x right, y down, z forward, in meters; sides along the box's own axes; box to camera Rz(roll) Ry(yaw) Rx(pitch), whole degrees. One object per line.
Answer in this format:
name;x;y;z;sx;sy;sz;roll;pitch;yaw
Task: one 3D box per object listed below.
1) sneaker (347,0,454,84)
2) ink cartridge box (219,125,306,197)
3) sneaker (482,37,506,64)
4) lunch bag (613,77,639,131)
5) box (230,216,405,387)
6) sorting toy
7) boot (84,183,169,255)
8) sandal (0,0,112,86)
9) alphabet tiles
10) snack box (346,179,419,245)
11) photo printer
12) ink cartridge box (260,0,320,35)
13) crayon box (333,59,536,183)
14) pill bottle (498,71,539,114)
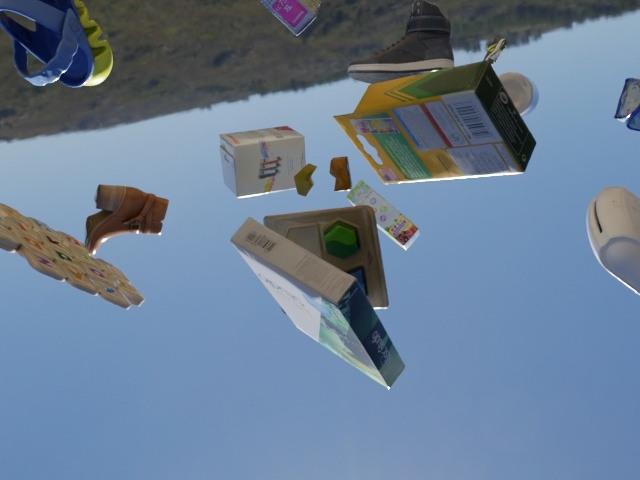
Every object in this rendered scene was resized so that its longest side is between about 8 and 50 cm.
sneaker;0.169;-0.421;1.622;0.226;0.163;0.086;-3;173;7
ink cartridge box;-0.137;-0.188;1.800;0.176;0.127;0.128;-10;-156;-19
sneaker;0.424;-0.465;1.886;0.083;0.031;0.035;-50;-132;-5
lunch bag;0.607;-0.233;1.346;0.128;0.096;0.151;13;-170;2
box;0.003;0.110;1.264;0.232;0.322;0.058;29;-107;34
sorting toy;0.000;0.000;1.461;0.229;0.307;0.041;-4;-161;18
boot;-0.420;-0.029;1.639;0.152;0.197;0.073;10;-140;-28
sandal;-0.411;-0.348;1.075;0.126;0.317;0.138;-12;-151;26
alphabet tiles;-0.412;0.025;1.201;0.021;0.284;0.278;-57;-140;2
snack box;0.175;-0.068;2.108;0.070;0.207;0.174;-48;170;2
photo printer;0.689;0.025;1.595;0.107;0.307;0.256;-51;-173;33
ink cartridge box;-0.132;-0.512;1.388;0.065;0.311;0.186;-42;-165;18
crayon box;0.208;-0.209;1.423;0.323;0.203;0.083;-1;-129;44
pill bottle;0.421;-0.311;1.650;0.094;0.094;0.169;-6;-175;23
